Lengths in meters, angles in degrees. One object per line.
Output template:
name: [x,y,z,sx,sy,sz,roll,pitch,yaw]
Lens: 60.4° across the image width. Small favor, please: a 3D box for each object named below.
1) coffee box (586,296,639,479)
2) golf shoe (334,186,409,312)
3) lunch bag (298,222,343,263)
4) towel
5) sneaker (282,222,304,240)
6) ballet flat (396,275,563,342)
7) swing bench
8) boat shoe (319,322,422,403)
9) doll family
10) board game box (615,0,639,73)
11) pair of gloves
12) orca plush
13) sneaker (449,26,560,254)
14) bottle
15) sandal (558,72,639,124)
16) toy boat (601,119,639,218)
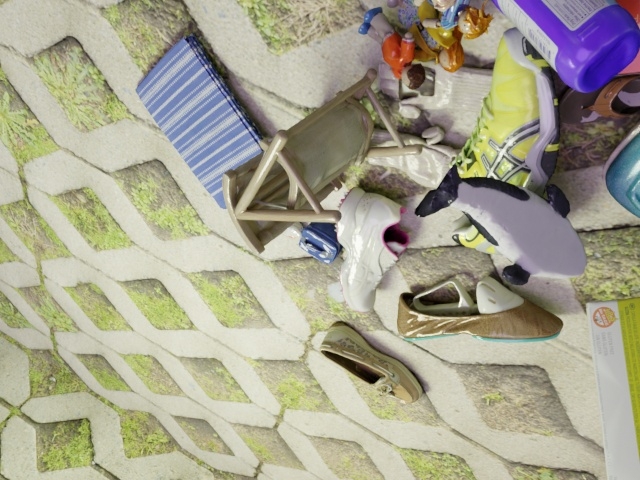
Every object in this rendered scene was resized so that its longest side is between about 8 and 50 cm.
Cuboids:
coffee box: [0.609,0.263,0.750,0.334,0.339,0.337,-16,152,40]
golf shoe: [0.110,0.038,1.133,0.140,0.115,0.306,11,131,21]
lunch bag: [0.000,0.000,1.200,0.098,0.065,0.067,30,135,7]
towel: [-0.237,-0.238,1.180,0.243,0.040,0.336,-23,107,44]
sneaker: [-0.115,-0.036,1.236,0.161,0.075,0.057,33,136,5]
ballet flat: [0.300,0.136,1.109,0.342,0.116,0.124,-7,102,40]
swing bench: [-0.014,-0.128,0.945,0.254,0.253,0.165,-20,108,52]
boat shoe: [0.122,0.325,1.370,0.285,0.089,0.105,35,135,2]
doll family: [0.159,-0.324,0.767,0.163,0.118,0.263,55,167,13]
board game box: [0.428,-0.363,0.635,0.242,0.064,0.317,2,126,31]
pair of gloves: [0.181,-0.198,0.942,0.204,0.042,0.240,22,134,16]
orca plush: [0.257,-0.019,0.806,0.287,0.151,0.102,9,-176,-22]
sneaker: [0.275,-0.126,0.850,0.147,0.145,0.385,-1,124,12]
bottle: [0.266,-0.312,0.680,0.092,0.118,0.283,-40,64,24]
sandal: [0.429,-0.200,0.777,0.180,0.049,0.072,-1,125,32]
toy boat: [0.559,-0.069,0.716,0.318,0.148,0.267,31,147,2]
